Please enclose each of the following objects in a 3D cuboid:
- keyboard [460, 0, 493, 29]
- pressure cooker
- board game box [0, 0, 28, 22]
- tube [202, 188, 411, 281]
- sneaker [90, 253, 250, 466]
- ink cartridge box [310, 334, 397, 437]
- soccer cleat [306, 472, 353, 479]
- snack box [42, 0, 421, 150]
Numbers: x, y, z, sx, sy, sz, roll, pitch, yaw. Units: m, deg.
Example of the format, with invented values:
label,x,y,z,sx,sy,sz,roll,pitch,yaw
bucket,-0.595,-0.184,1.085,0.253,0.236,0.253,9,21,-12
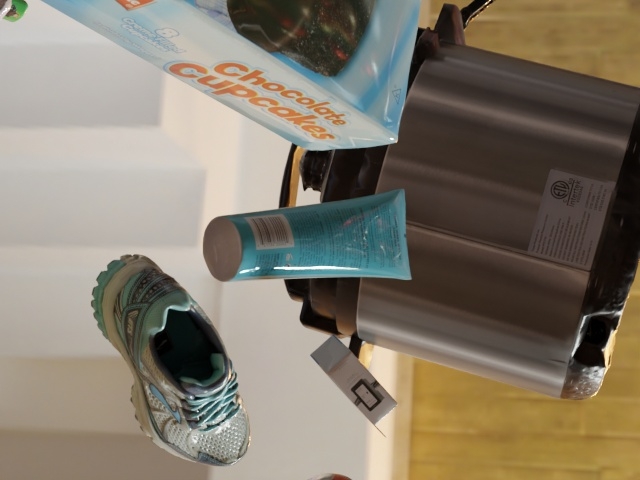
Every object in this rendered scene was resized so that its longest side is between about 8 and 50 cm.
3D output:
label,x,y,z,sx,sy,sz,roll,pitch,yaw
keyboard,0.173,-0.270,1.847,0.192,0.038,0.100,-40,175,22
pressure cooker,0.161,-0.043,1.542,0.420,0.370,0.375,15,138,11
board game box,-0.468,-0.422,1.509,0.390,0.390,0.050,2,175,28
tube,0.000,0.000,1.129,0.207,0.080,0.052,-4,-176,-40
sneaker,-0.138,0.148,1.409,0.122,0.110,0.283,23,148,47
ink cartridge box,0.033,0.121,1.129,0.083,0.028,0.048,50,176,-23
soccer cleat,0.000,0.344,1.073,0.108,0.318,0.116,0,162,9
snack box,-0.017,-0.219,0.558,0.060,0.322,0.187,-3,160,41
